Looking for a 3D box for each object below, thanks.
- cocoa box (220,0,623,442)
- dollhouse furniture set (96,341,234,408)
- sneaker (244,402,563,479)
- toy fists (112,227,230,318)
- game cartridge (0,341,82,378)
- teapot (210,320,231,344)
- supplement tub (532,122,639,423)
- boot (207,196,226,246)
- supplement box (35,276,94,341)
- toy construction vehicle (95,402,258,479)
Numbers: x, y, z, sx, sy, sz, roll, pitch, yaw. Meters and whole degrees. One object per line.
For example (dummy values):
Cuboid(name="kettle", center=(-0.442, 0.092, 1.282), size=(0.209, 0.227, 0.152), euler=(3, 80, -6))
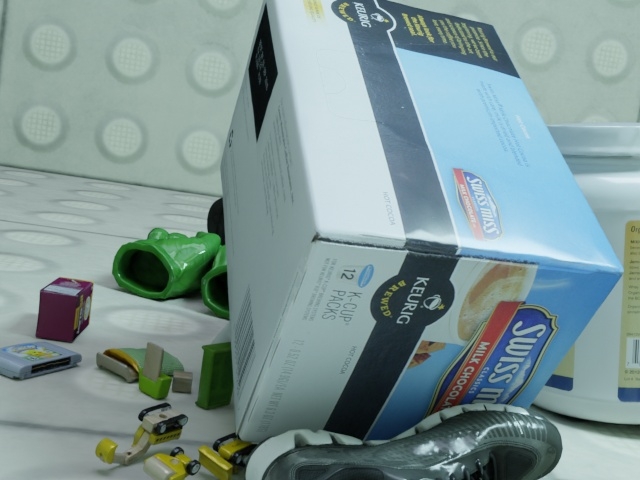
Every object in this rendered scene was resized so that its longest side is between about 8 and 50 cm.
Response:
Cuboid(name="cocoa box", center=(0.052, -0.027, 0.736), size=(0.227, 0.231, 0.347), euler=(7, 41, -16))
Cuboid(name="dollhouse furniture set", center=(-0.149, 0.112, 0.844), size=(0.151, 0.059, 0.076), euler=(16, 10, 40))
Cuboid(name="sneaker", center=(0.071, 0.171, 0.589), size=(0.234, 0.078, 0.106), euler=(-4, 18, -15))
Cuboid(name="toy fists", center=(-0.150, 0.042, 1.227), size=(0.279, 0.096, 0.142), euler=(11, 7, 22))
Cuboid(name="game cartridge", center=(-0.282, 0.115, 0.838), size=(0.056, 0.017, 0.083), euler=(9, 7, 26))
Cuboid(name="teapot", center=(-0.012, 0.058, 0.984), size=(0.256, 0.187, 0.252), euler=(25, 26, -30))
Cuboid(name="supplement tub", center=(0.331, 0.025, 0.982), size=(0.228, 0.316, 0.228), euler=(0, 9, 0))
Cuboid(name="boot", center=(0.000, 0.004, 1.516), size=(0.348, 0.131, 0.260), euler=(23, 19, 20))
Cuboid(name="supplement box", center=(-0.287, 0.076, 0.969), size=(0.043, 0.055, 0.083), euler=(9, 8, -3))
Cuboid(name="toy construction vehicle", center=(-0.108, 0.162, 0.651), size=(0.086, 0.035, 0.098), euler=(26, 17, 28))
